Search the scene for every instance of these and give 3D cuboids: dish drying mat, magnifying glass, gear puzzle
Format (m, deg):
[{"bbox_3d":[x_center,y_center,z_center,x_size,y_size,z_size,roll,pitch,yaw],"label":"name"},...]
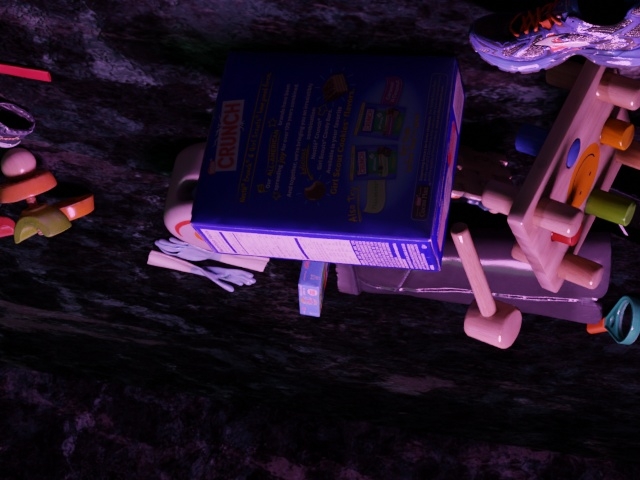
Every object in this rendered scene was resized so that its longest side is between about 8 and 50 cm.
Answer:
[{"bbox_3d":[-0.442,-0.251,1.846,0.083,0.008,0.032,9,161,-1],"label":"dish drying mat"},{"bbox_3d":[0.568,0.159,2.415,0.026,0.092,0.231,9,171,-10],"label":"magnifying glass"},{"bbox_3d":[0.110,-0.104,1.777,0.339,0.175,0.044,12,120,-7],"label":"gear puzzle"}]

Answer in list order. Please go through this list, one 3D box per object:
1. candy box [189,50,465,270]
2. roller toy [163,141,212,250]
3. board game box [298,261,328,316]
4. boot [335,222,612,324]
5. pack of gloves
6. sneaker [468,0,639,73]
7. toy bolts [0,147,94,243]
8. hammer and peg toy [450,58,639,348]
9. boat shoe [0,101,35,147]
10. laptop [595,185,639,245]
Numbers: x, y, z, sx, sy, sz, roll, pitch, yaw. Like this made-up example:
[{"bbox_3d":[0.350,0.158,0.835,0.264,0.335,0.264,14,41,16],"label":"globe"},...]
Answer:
[{"bbox_3d":[0.014,-0.109,1.641,0.317,0.268,0.122,5,157,14],"label":"candy box"},{"bbox_3d":[-0.155,-0.060,2.033,0.191,0.146,0.209,17,160,-19],"label":"roller toy"},{"bbox_3d":[0.000,0.000,2.029,0.039,0.211,0.160,9,161,4],"label":"board game box"},{"bbox_3d":[0.249,0.011,2.009,0.445,0.146,0.367,9,161,9],"label":"boot"},{"bbox_3d":[-0.235,0.058,2.547,0.232,0.046,0.195,12,161,-9],"label":"pack of gloves"},{"bbox_3d":[0.279,-0.251,1.432,0.221,0.083,0.087,-2,144,16],"label":"sneaker"},{"bbox_3d":[-0.540,-0.090,2.227,0.228,0.158,0.218,-11,-166,24],"label":"toy bolts"},{"bbox_3d":[0.301,-0.039,1.583,0.127,0.361,0.266,23,167,28],"label":"hammer and peg toy"},{"bbox_3d":[-0.544,-0.200,1.962,0.183,0.065,0.083,14,160,-32],"label":"boat shoe"},{"bbox_3d":[0.535,-0.069,1.888,0.264,0.136,0.234,28,172,35],"label":"laptop"}]
